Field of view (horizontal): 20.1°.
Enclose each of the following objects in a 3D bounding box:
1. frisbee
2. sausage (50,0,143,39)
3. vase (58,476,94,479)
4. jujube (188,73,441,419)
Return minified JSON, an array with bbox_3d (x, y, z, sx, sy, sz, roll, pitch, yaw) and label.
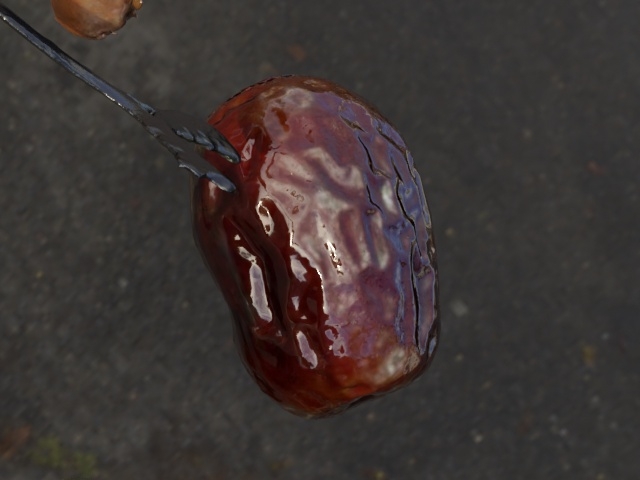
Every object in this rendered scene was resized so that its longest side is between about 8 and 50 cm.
[{"bbox_3d":[-0.098,-0.072,1.097,0.211,0.012,0.187,29,9,-43],"label":"frisbee"},{"bbox_3d":[-0.162,-0.264,1.086,0.087,0.326,0.079,-36,44,-24],"label":"sausage"},{"bbox_3d":[-0.088,0.333,1.188,0.302,0.241,0.329,18,42,9],"label":"vase"},{"bbox_3d":[0.000,0.000,1.308,0.183,0.183,0.243,-12,77,-44],"label":"jujube"}]
